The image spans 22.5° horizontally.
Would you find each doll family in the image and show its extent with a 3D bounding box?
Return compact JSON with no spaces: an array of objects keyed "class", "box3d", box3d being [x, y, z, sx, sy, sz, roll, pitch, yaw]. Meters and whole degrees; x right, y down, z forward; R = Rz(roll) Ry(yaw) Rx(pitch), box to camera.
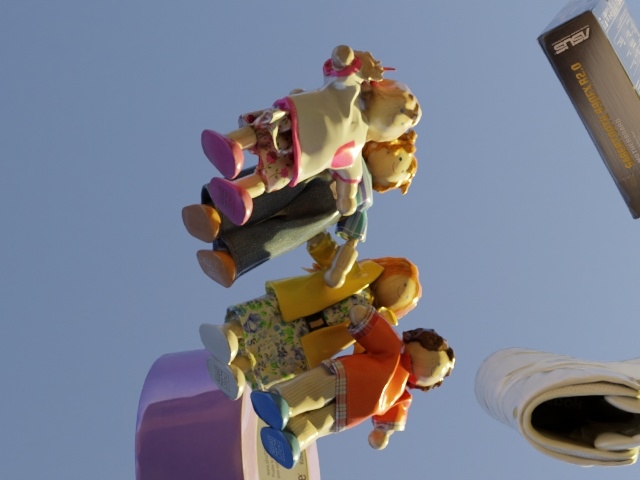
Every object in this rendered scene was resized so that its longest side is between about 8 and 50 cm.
[{"class":"doll family","box3d":[0.000,0.000,0.994,0.163,0.118,0.263,-23,-64,-30]}]

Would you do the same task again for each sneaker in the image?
[{"class":"sneaker","box3d":[0.302,0.164,1.475,0.292,0.169,0.108,3,-82,-9]}]

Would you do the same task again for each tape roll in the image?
[{"class":"tape roll","box3d":[-0.063,0.170,1.166,0.189,0.080,0.189,-9,-90,-76]}]

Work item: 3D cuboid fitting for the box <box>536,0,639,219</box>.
[{"class":"box","box3d":[0.278,-0.136,1.478,0.183,0.056,0.231,61,-159,-8]}]
